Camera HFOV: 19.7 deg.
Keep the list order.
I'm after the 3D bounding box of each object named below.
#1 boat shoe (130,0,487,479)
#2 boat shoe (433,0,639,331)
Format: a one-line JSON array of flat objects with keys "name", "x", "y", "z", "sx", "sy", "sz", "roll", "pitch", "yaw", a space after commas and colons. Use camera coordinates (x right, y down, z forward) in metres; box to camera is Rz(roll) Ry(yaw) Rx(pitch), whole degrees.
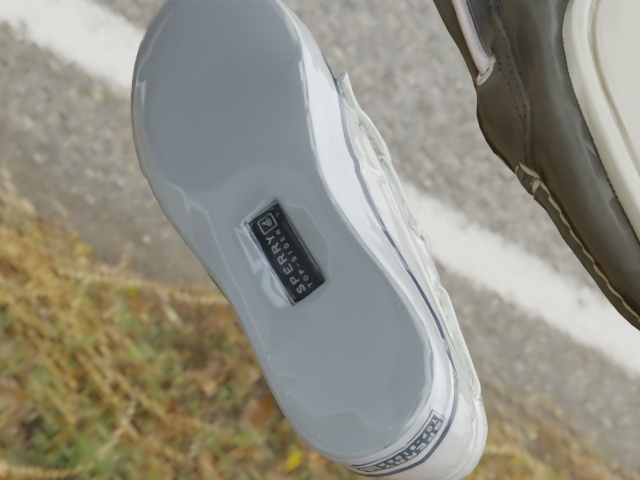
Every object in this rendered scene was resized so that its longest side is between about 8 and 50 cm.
[{"name": "boat shoe", "x": 0.008, "y": -0.004, "z": 1.127, "sx": 0.156, "sy": 0.136, "sz": 0.367, "roll": 37, "pitch": 19, "yaw": -54}, {"name": "boat shoe", "x": 0.098, "y": -0.081, "z": 0.685, "sx": 0.112, "sy": 0.095, "sz": 0.335, "roll": 10, "pitch": 49, "yaw": -27}]
